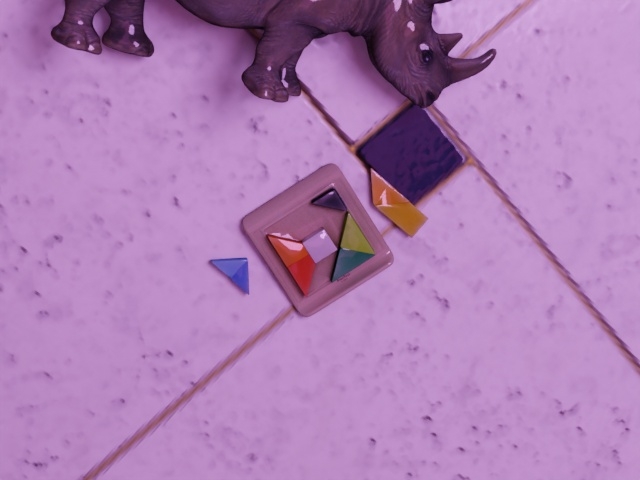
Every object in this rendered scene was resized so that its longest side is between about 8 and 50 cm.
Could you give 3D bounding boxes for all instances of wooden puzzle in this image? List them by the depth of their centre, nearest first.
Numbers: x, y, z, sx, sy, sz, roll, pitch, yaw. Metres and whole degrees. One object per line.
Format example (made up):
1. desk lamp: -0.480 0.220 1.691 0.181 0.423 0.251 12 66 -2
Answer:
1. wooden puzzle: 0.000 0.000 0.771 0.116 0.014 0.078 -39 104 3

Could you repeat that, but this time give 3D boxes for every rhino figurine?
1. rhino figurine: -0.016 -0.131 0.711 0.243 0.073 0.106 13 104 -11
